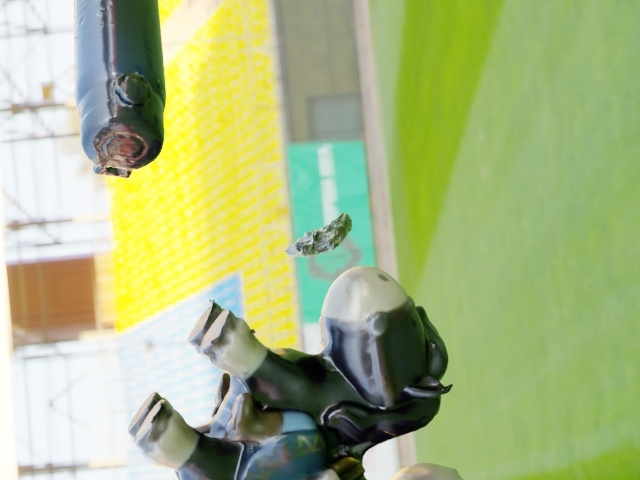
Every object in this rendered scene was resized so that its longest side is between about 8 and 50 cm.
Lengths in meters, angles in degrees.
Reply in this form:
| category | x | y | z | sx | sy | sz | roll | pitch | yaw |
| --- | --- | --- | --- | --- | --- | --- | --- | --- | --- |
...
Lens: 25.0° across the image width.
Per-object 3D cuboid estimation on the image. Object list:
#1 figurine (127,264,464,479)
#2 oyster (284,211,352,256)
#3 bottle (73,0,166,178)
| category | x | y | z | sx | sy | sz | roll | pitch | yaw |
| --- | --- | --- | --- | --- | --- | --- | --- | --- | --- |
| figurine | 0.030 | 0.218 | 1.217 | 0.412 | 0.306 | 0.241 | 63 | 154 | -2 |
| oyster | 0.000 | 0.000 | 1.939 | 0.037 | 0.100 | 0.098 | 61 | -178 | -6 |
| bottle | -0.161 | -0.154 | 1.159 | 0.244 | 0.072 | 0.082 | -100 | 28 | -44 |
